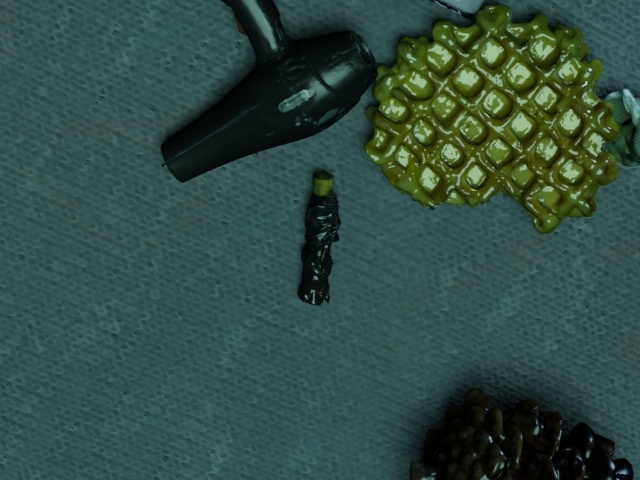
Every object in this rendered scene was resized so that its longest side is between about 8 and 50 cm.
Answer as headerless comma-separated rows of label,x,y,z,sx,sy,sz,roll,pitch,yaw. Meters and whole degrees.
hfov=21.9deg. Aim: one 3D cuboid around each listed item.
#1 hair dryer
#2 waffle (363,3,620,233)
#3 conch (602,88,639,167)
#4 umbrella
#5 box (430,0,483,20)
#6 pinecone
hair dryer,-0.098,-0.205,1.604,0.235,0.091,0.272,-27,101,15
waffle,0.170,-0.111,1.663,0.253,0.056,0.249,-17,108,3
conch,0.325,-0.115,1.691,0.076,0.056,0.085,-28,84,32
umbrella,0.000,0.000,1.702,0.040,0.037,0.144,7,114,4
box,0.161,-0.390,1.489,0.112,0.190,0.370,25,105,-16
pinecone,0.216,0.284,1.751,0.272,0.224,0.224,23,107,-20
